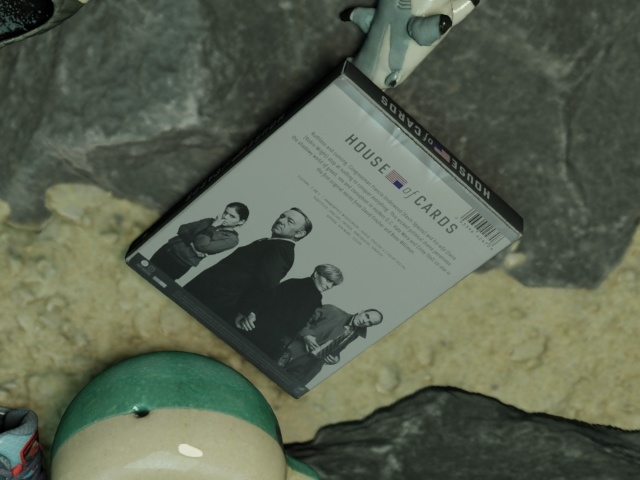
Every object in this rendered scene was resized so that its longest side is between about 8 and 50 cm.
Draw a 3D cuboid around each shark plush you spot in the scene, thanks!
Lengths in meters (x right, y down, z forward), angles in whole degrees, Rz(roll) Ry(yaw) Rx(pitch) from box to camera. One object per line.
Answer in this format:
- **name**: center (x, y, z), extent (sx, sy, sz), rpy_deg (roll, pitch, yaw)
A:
- **shark plush**: center (0.044, -0.144, 1.214), extent (0.067, 0.073, 0.161), rpy_deg (44, 133, 1)

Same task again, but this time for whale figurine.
- **whale figurine**: center (-0.104, 0.187, 1.353), extent (0.216, 0.141, 0.272), rpy_deg (-10, 142, 7)

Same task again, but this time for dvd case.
- **dvd case**: center (0.000, 0.000, 1.265), extent (0.179, 0.030, 0.238), rpy_deg (41, 122, -18)

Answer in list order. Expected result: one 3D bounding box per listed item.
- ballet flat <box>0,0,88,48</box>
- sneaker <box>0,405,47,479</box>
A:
- **ballet flat**: center (-0.226, -0.151, 1.200), extent (0.173, 0.049, 0.057), rpy_deg (-22, 117, 13)
- **sneaker**: center (-0.256, 0.190, 1.355), extent (0.125, 0.104, 0.262), rpy_deg (-35, 112, 16)
